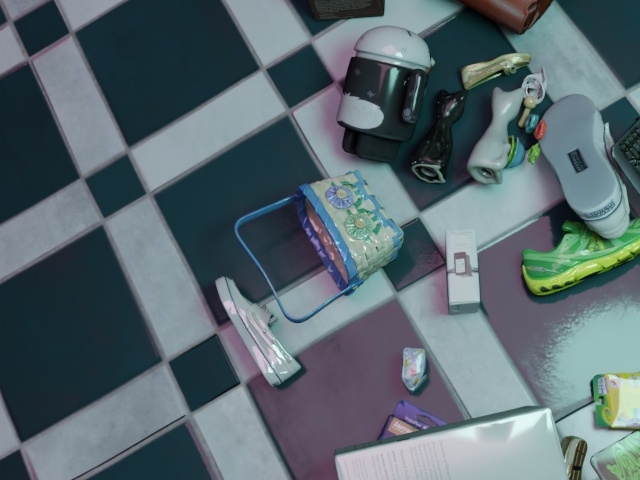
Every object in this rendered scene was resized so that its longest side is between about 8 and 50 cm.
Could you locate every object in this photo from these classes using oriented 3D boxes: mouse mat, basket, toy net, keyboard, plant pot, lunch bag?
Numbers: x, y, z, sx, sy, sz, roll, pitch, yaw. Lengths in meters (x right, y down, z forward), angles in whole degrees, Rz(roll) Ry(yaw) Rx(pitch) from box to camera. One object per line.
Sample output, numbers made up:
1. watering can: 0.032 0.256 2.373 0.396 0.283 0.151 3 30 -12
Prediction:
1. mouse mat: 0.613 0.449 1.547 0.152 0.007 0.190 -31 69 2
2. basket: 0.000 0.000 1.704 0.289 0.201 0.255 -31 71 -9
3. toy net: 0.428 -0.261 1.732 0.045 0.122 0.232 16 80 -10
4. keyboard: 0.693 -0.103 1.600 0.201 0.033 0.317 -43 99 -29
5. plant pot: 0.379 -0.592 1.779 0.265 0.272 0.272 39 85 11
6. lunch bag: 0.186 0.260 1.659 0.053 0.071 0.083 6 73 9

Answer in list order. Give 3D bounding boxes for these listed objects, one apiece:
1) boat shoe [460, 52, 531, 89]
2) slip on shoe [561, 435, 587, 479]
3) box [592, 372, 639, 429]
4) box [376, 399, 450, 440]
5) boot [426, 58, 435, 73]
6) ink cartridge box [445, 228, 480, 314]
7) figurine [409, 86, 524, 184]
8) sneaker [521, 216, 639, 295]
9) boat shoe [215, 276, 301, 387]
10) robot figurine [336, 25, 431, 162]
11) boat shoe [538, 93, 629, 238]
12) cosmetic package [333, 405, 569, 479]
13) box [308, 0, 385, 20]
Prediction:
1. boat shoe: 0.381 -0.366 1.810 0.153 0.056 0.048 -12 81 10
2. slip on shoe: 0.459 0.432 1.568 0.041 0.051 0.135 8 82 55
3. box: 0.605 0.302 1.570 0.179 0.043 0.105 -1 70 10
4. box: 0.162 0.437 1.632 0.136 0.036 0.225 25 79 17
5. boot: 0.180 -0.418 1.868 0.158 0.059 0.084 44 84 11
6. ink cartridge box: 0.283 0.065 1.674 0.063 0.109 0.151 -3 74 8
7. figurine: 0.312 -0.229 1.741 0.214 0.092 0.210 5 68 37
8. sneaker: 0.532 0.004 1.638 0.295 0.109 0.124 -24 75 5
9. boat shoe: -0.129 0.177 1.748 0.084 0.095 0.258 -31 81 -2
10. robot figurine: 0.134 -0.308 1.762 0.209 0.173 0.278 17 101 20
11. boat shoe: 0.540 -0.138 1.660 0.135 0.156 0.367 -29 36 21
12. cosmetic package: 0.225 0.410 1.498 0.384 0.217 0.156 -14 79 -2
13. box: 0.052 -0.617 1.872 0.167 0.203 0.169 0 75 12
